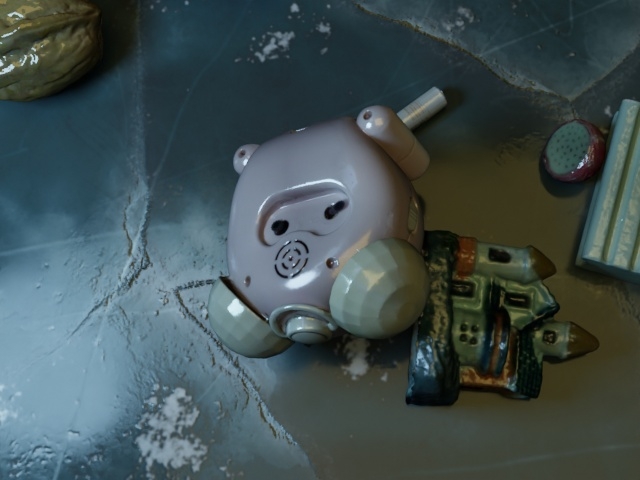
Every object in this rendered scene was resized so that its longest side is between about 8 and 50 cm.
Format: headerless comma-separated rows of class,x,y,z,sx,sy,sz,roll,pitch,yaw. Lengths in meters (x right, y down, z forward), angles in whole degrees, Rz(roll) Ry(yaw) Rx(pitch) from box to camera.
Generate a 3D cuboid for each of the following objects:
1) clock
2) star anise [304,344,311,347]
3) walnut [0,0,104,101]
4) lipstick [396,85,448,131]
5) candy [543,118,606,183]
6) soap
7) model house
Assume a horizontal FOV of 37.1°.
clock,0.000,0.000,1.369,0.342,0.184,0.326,-16,57,36
star anise,-0.001,0.067,1.504,0.182,0.065,0.195,-7,76,4
walnut,-0.472,-0.333,1.570,0.244,0.198,0.198,-21,77,4
lipstick,0.141,-0.196,1.559,0.141,0.040,0.040,-37,77,-2
candy,0.399,-0.139,1.497,0.043,0.103,0.103,15,76,-36
soap,0.507,-0.069,1.474,0.159,0.087,0.266,15,80,8
model house,0.274,0.125,1.416,0.291,0.184,0.253,6,74,2
